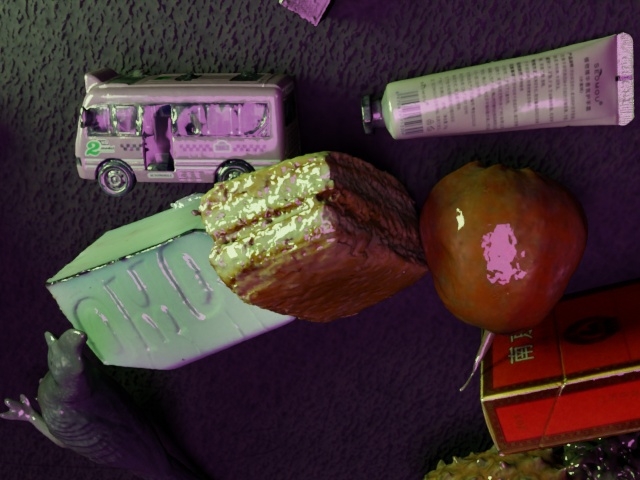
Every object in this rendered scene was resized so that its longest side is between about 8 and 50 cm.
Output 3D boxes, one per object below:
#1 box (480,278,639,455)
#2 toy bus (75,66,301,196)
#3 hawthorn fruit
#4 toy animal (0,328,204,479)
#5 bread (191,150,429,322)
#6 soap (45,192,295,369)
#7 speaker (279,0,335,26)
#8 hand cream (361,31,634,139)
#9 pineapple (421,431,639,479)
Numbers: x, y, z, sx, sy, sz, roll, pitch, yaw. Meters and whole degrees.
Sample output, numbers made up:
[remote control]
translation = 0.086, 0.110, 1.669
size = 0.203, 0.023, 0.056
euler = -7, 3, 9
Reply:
[box]
translation = 0.266, 0.101, 0.764
size = 0.239, 0.153, 0.074
euler = -16, 114, 17
[toy bus]
translation = -0.121, -0.101, 0.783
size = 0.198, 0.096, 0.108
euler = 2, 110, 8
[hawthorn fruit]
translation = 0.166, 0.018, 0.746
size = 0.149, 0.149, 0.189
euler = -15, 103, 17
[toy animal]
translation = -0.242, 0.198, 0.919
size = 0.205, 0.081, 0.367
euler = 8, 141, 30
[bread]
translation = 0.000, 0.000, 0.747
size = 0.138, 0.196, 0.102
euler = -27, 66, 22
[soap]
translation = -0.148, 0.047, 0.858
size = 0.230, 0.091, 0.145
euler = -24, 107, 19
[speaker]
translation = 0.030, -0.272, 0.704
size = 0.040, 0.046, 0.191
euler = 31, 117, -2
[hand cream]
translation = 0.153, -0.126, 0.749
size = 0.233, 0.050, 0.080
euler = -6, 112, 9
[pineapple]
translation = 0.263, 0.249, 0.844
size = 0.340, 0.169, 0.169
euler = -28, 106, 13
